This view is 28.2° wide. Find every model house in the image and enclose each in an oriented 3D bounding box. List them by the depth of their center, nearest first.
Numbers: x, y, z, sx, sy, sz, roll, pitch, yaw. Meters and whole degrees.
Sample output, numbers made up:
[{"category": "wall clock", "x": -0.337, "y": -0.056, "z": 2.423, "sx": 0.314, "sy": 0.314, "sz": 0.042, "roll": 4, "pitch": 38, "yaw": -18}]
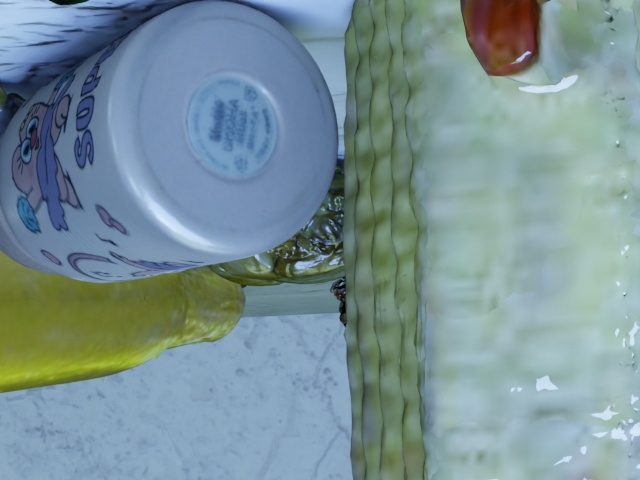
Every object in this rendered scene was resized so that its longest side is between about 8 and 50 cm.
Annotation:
[{"category": "model house", "x": 0.084, "y": 0.001, "z": 0.474, "sx": 0.160, "sy": 0.196, "sz": 0.254, "roll": -2, "pitch": 174, "yaw": 17}]

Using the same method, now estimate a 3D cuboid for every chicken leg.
[{"category": "chicken leg", "x": -0.057, "y": -0.011, "z": 0.878, "sx": 0.227, "sy": 0.088, "sz": 0.103, "roll": 1, "pitch": -174, "yaw": 31}]

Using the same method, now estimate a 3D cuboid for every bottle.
[{"category": "bottle", "x": -0.091, "y": -0.035, "z": 0.547, "sx": 0.110, "sy": 0.097, "sz": 0.209, "roll": 42, "pitch": 154, "yaw": -21}]

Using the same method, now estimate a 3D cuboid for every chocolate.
[{"category": "chocolate", "x": -0.233, "y": 0.063, "z": 1.117, "sx": 0.162, "sy": 0.162, "sz": 0.445, "roll": -6, "pitch": 174, "yaw": 32}]

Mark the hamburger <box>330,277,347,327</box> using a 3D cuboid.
[{"category": "hamburger", "x": 0.129, "y": 0.045, "z": 1.303, "sx": 0.231, "sy": 0.107, "sz": 0.231, "roll": -4, "pitch": 175, "yaw": 0}]

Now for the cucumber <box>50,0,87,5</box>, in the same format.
[{"category": "cucumber", "x": -0.061, "y": -0.093, "z": 0.285, "sx": 0.036, "sy": 0.033, "sz": 0.184, "roll": 19, "pitch": 169, "yaw": -6}]

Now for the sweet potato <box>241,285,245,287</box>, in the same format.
[{"category": "sweet potato", "x": -0.082, "y": 0.026, "z": 1.394, "sx": 0.041, "sy": 0.038, "sz": 0.153, "roll": -24, "pitch": 175, "yaw": -25}]
